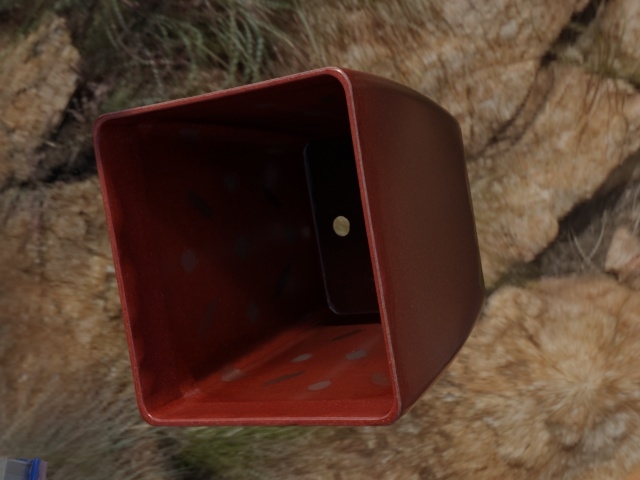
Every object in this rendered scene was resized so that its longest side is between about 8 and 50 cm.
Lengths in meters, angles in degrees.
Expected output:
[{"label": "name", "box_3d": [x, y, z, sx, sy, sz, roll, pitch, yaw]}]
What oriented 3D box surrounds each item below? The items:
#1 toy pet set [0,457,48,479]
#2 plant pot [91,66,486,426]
[{"label": "toy pet set", "box_3d": [-0.375, 0.322, 1.527, 0.122, 0.065, 0.114, -12, 65, 50]}, {"label": "plant pot", "box_3d": [0.000, 0.000, 1.076, 0.267, 0.236, 0.267, -6, 94, 37]}]
